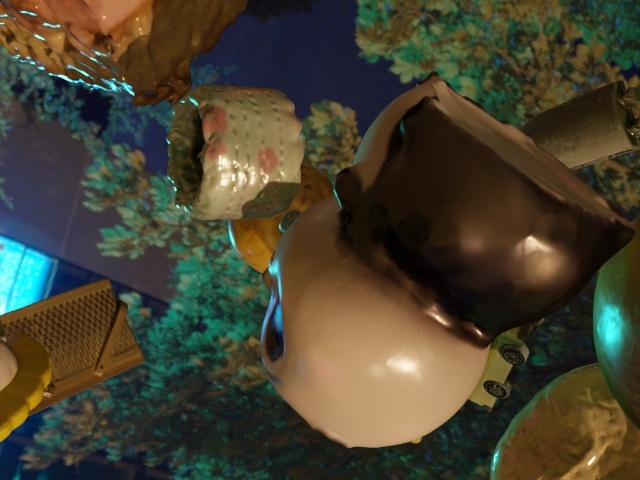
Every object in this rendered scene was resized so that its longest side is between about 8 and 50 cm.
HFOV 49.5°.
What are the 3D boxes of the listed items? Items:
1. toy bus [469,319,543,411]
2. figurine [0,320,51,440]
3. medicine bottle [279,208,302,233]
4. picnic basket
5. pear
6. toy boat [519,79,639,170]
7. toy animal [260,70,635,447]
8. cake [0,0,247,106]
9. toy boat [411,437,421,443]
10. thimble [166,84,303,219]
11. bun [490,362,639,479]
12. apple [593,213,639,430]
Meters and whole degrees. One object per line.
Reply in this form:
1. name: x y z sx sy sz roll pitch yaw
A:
1. toy bus: 0.342 0.211 1.423 0.134 0.164 0.276 -51 159 -39
2. figurine: -0.216 0.089 0.339 0.178 0.129 0.109 -74 168 -65
3. medicine bottle: 0.000 0.000 1.175 0.191 0.051 0.051 33 -87 48
4. picnic basket: -0.406 0.170 0.997 0.165 0.266 0.139 -28 -94 40
5. pear: -0.076 -0.046 1.569 0.280 0.280 0.281 -31 -135 36
6. toy boat: 0.517 -0.217 1.450 0.319 0.092 0.141 -19 -96 47
7. toy animal: 0.057 0.023 0.454 0.235 0.165 0.187 -48 -176 22
8. cake: -0.220 -0.336 0.616 0.314 0.307 0.293 18 -120 32
9. toy boat: 0.059 0.089 0.818 0.293 0.108 0.099 54 -54 36
10. thimble: -0.128 -0.127 0.981 0.211 0.149 0.186 36 -56 55
11. bun: 0.431 0.361 1.005 0.361 0.361 0.213 -49 -165 17
12. apple: 0.519 0.094 0.797 0.383 0.374 0.374 -6 -121 23
